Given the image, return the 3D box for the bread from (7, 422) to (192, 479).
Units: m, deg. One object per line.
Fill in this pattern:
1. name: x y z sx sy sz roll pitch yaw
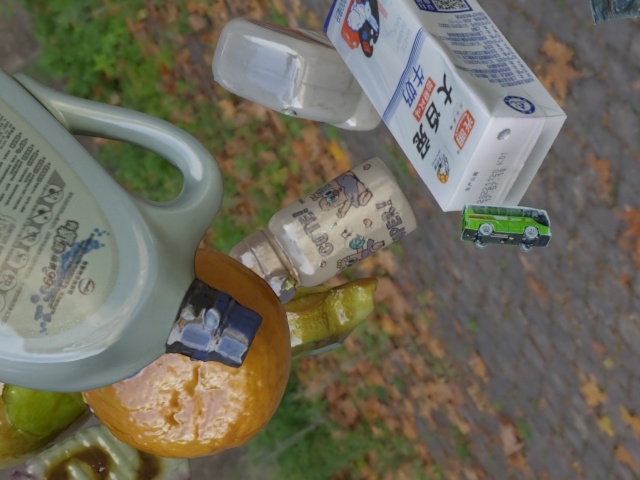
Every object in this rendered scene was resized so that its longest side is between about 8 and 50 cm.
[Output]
1. bread: -0.236 0.333 1.292 0.155 0.187 0.338 48 147 25

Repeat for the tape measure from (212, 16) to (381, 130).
1. tape measure: -0.035 -0.256 1.862 0.258 0.265 0.130 32 111 44

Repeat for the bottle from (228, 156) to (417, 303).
1. bottle: 0.000 0.000 1.354 0.110 0.209 0.097 51 170 51

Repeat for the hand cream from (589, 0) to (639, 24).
1. hand cream: 0.416 -0.325 1.542 0.248 0.052 0.075 9 92 63

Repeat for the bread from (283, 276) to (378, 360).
1. bread: -0.035 0.123 1.741 0.161 0.233 0.088 -50 56 56

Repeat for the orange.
1. orange: -0.111 0.089 0.979 0.155 0.178 0.177 -122 7 -74

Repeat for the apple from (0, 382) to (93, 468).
1. apple: -0.375 0.091 1.321 0.339 0.340 0.339 56 166 22

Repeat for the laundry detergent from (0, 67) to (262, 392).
1. laundry detergent: -0.168 -0.001 0.818 0.281 0.214 0.105 20 155 0

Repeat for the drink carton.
1. drink carton: 0.121 -0.180 1.279 0.315 0.107 0.130 62 145 36

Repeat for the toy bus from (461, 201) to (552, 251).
1. toy bus: 0.176 -0.013 1.149 0.031 0.083 0.037 97 177 -61
